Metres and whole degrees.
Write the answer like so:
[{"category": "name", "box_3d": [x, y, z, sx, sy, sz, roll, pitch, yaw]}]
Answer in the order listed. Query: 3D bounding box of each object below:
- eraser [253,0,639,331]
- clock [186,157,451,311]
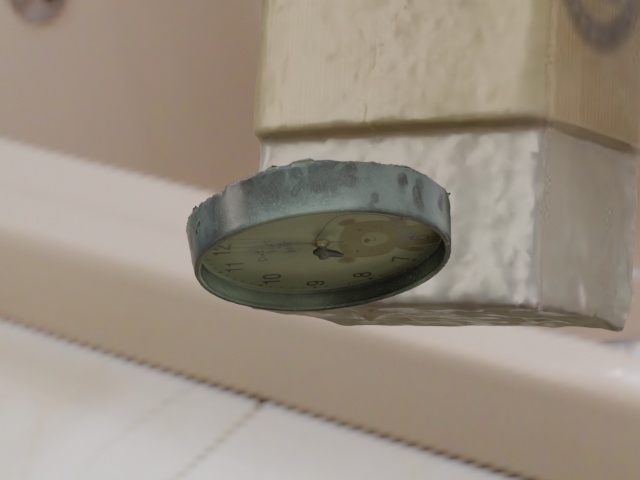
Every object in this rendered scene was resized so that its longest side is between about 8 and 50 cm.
[{"category": "eraser", "box_3d": [0.053, -0.139, 0.757, 0.144, 0.343, 0.078, -2, -9, 39]}, {"category": "clock", "box_3d": [0.000, 0.000, 0.622, 0.085, 0.085, 0.017, -7, 66, 4]}]
